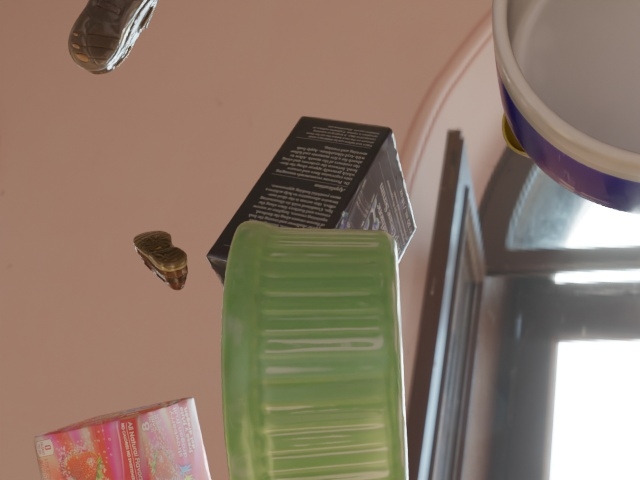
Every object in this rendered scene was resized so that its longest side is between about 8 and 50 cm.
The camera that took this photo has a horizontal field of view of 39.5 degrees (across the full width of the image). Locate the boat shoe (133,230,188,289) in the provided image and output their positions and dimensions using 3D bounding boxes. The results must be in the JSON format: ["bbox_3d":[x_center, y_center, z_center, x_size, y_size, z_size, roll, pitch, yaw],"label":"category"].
[{"bbox_3d":[-0.269,0.032,1.497,0.064,0.060,0.178,-16,26,-23],"label":"boat shoe"}]

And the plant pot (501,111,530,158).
[{"bbox_3d":[0.313,-0.148,1.131,0.095,0.134,0.134,29,-32,-35],"label":"plant pot"}]

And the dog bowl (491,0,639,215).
[{"bbox_3d":[0.266,-0.155,0.677,0.265,0.264,0.104,5,-17,14],"label":"dog bowl"}]

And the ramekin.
[{"bbox_3d":[0.006,0.128,0.863,0.148,0.303,0.303,-3,-29,5],"label":"ramekin"}]

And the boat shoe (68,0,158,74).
[{"bbox_3d":[-0.417,-0.511,1.893,0.132,0.355,0.130,31,-7,1],"label":"boat shoe"}]

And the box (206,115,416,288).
[{"bbox_3d":[0.000,0.000,1.744,0.212,0.395,0.293,12,-36,27],"label":"box"}]

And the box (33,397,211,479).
[{"bbox_3d":[-0.216,0.357,1.077,0.154,0.299,0.142,-14,-5,18],"label":"box"}]
